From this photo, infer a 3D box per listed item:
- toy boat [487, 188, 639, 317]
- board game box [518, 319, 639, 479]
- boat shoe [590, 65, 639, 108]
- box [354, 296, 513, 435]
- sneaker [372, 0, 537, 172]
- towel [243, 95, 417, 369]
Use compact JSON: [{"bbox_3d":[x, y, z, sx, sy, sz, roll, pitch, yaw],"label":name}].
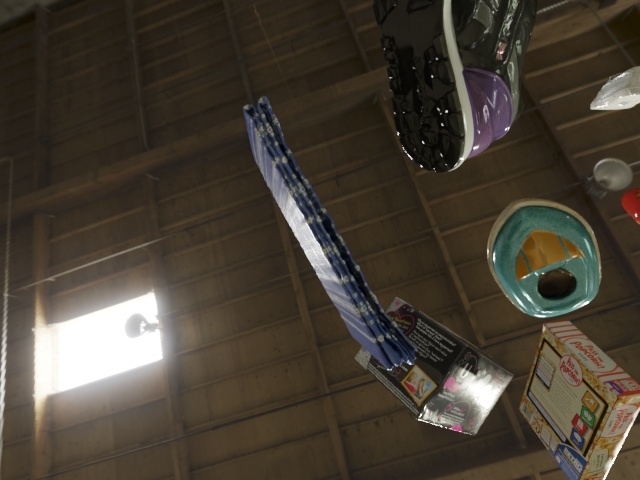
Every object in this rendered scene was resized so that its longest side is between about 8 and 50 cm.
[{"bbox_3d":[0.477,0.012,0.749,0.318,0.148,0.268,-30,-70,22],"label":"toy boat"},{"bbox_3d":[0.376,0.242,0.610,0.045,0.194,0.147,-5,-151,-8],"label":"board game box"},{"bbox_3d":[0.594,-0.301,0.813,0.066,0.184,0.063,7,-81,21],"label":"boat shoe"},{"bbox_3d":[0.211,0.228,0.740,0.142,0.247,0.163,-55,-138,0],"label":"box"},{"bbox_3d":[0.117,-0.211,0.342,0.124,0.284,0.107,-29,-144,-20],"label":"sneaker"},{"bbox_3d":[0.000,0.000,0.545,0.040,0.243,0.336,-29,-90,-8],"label":"towel"}]
